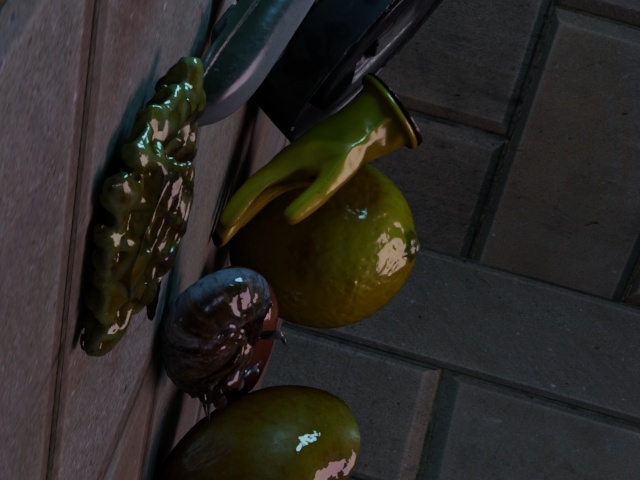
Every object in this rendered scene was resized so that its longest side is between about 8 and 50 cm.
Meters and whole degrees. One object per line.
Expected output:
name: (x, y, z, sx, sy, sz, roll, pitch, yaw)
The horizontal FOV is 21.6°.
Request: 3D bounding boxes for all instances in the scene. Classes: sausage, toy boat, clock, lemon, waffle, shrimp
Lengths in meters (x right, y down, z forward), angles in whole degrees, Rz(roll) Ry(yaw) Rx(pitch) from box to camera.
sausage: (-0.114, 0.122, 2.231, 0.259, 0.113, 0.114, 108, 0, -63)
toy boat: (-0.072, -0.204, 1.584, 0.260, 0.085, 0.078, -60, 170, -30)
clock: (0.065, -0.289, 2.174, 0.386, 0.076, 0.386, -46, 176, -4)
lemon: (0.000, -0.001, 2.307, 0.267, 0.267, 0.267, 16, 90, -88)
waffle: (-0.137, -0.026, 1.363, 0.204, 0.054, 0.223, -72, 177, -50)
shrimp: (-0.124, 0.122, 1.952, 0.145, 0.116, 0.343, -47, 168, -25)

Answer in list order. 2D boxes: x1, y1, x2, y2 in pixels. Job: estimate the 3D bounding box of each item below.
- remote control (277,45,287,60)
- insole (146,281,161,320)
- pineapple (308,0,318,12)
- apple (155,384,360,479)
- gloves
remote control: (-0.025, -0.369, 1.867, 0.107, 0.044, 0.378, -77, -179, -47)
insole: (-0.143, -0.022, 1.542, 0.086, 0.005, 0.253, -102, -161, -45)
pineapple: (-0.013, -0.349, 2.314, 0.221, 0.047, 0.221, 12, 90, -88)
apple: (-0.102, 0.305, 2.253, 0.254, 0.179, 0.346, -22, 179, -44)
gloves: (-0.020, -0.084, 2.146, 0.294, 0.116, 0.133, -37, 168, -6)
